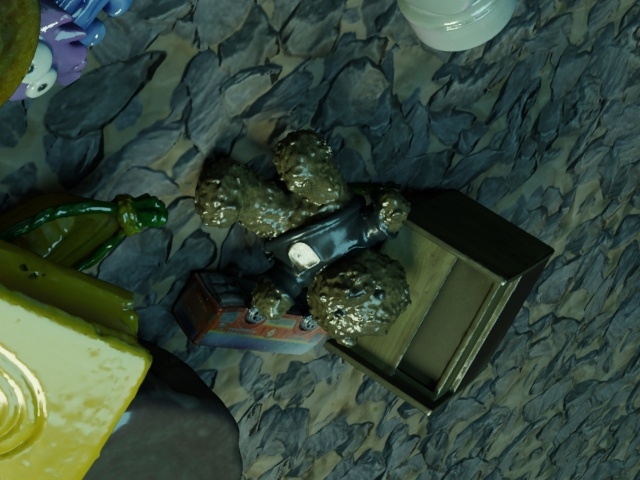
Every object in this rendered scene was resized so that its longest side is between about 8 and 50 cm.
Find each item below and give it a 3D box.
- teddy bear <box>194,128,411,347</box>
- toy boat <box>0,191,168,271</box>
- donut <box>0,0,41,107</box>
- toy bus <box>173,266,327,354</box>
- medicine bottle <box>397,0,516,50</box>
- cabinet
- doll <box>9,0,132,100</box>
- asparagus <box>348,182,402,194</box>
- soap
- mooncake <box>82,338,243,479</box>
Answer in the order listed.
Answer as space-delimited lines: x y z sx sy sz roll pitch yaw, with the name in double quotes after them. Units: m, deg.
-0.002 -0.012 1.324 0.182 0.129 0.251 -27 116 13 "teddy bear"
-0.239 0.020 1.139 0.229 0.088 0.089 -39 143 -13 "toy boat"
-0.308 -0.156 0.860 0.261 0.128 0.208 20 108 -48 "donut"
-0.066 0.076 1.403 0.192 0.065 0.077 12 125 -51 "toy bus"
0.080 -0.285 1.131 0.111 0.161 0.296 -45 146 -3 "medicine bottle"
0.132 0.060 1.479 0.175 0.148 0.215 -63 164 19 "cabinet"
-0.193 -0.177 1.027 0.206 0.067 0.110 -51 155 -16 "doll"
0.041 -0.053 1.433 0.127 0.018 0.015 -7 163 -43 "asparagus"
-0.310 0.086 1.019 0.324 0.096 0.204 26 101 -29 "soap"
-0.233 0.229 1.287 0.306 0.154 0.306 -29 140 -27 "mooncake"
